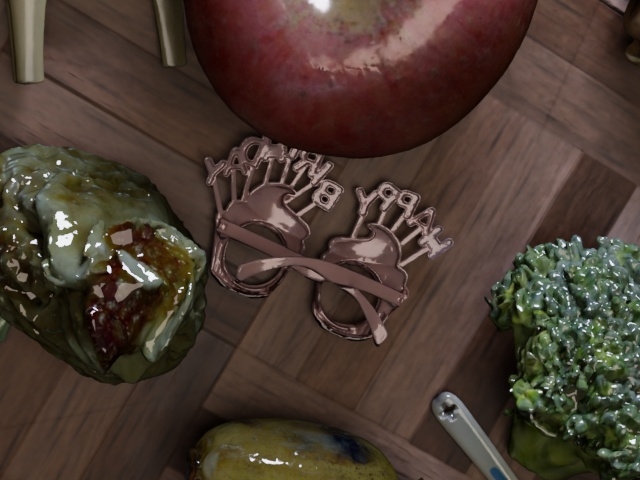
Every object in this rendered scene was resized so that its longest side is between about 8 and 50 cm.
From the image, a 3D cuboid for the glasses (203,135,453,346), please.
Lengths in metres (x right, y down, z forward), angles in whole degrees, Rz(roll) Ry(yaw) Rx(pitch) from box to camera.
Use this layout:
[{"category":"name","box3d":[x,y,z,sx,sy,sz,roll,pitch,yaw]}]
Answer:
[{"category":"glasses","box3d":[0.001,-0.006,1.833,0.255,0.095,0.162,24,86,-16]}]

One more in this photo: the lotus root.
[{"category":"lotus root","box3d":[0.002,0.245,1.841,0.278,0.154,0.154,14,96,-17]}]

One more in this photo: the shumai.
[{"category":"shumai","box3d":[-0.183,0.021,1.714,0.256,0.218,0.189,33,78,-29]}]

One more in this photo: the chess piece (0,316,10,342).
[{"category":"chess piece","box3d":[-0.282,0.056,1.816,0.042,0.042,0.093,37,97,-14]}]

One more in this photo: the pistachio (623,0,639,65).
[{"category":"pistachio","box3d":[0.423,-0.241,1.827,0.293,0.181,0.162,-8,107,7]}]

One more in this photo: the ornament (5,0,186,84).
[{"category":"ornament","box3d":[-0.177,-0.272,1.771,0.230,0.061,0.245,-5,99,-12]}]

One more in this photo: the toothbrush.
[{"category":"toothbrush","box3d":[0.234,0.297,1.959,0.040,0.040,0.386,-39,100,-3]}]

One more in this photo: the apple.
[{"category":"apple","box3d":[0.039,-0.242,1.724,0.345,0.269,0.345,0,93,5]}]

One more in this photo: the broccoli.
[{"category":"broccoli","box3d":[0.276,0.147,1.850,0.248,0.245,0.288,7,67,-13]}]
